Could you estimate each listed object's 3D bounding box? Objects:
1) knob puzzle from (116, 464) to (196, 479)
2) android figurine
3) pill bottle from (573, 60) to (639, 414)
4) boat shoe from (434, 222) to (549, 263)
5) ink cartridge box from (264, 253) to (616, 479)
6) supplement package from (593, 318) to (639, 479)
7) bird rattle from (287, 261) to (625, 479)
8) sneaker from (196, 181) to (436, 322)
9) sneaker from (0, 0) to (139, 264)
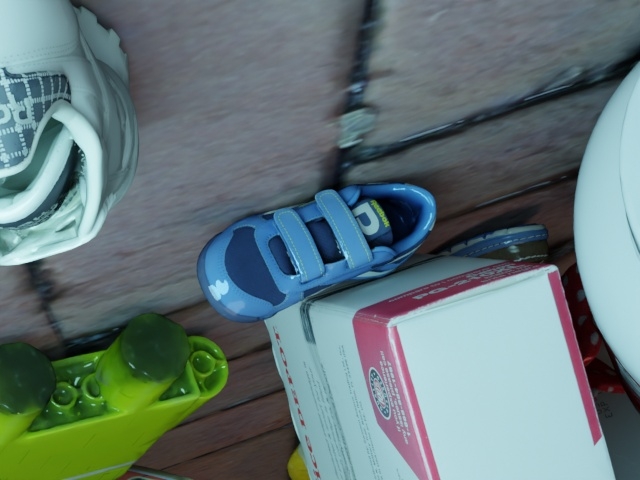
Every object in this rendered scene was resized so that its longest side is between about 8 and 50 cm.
[{"bbox_3d":[-0.164,0.191,1.186,0.213,0.213,0.030,-12,119,-28],"label":"knob puzzle"},{"bbox_3d":[-0.181,0.119,1.061,0.248,0.056,0.273,-12,162,-29],"label":"android figurine"},{"bbox_3d":[0.250,0.006,0.897,0.229,0.229,0.408,-22,164,7],"label":"pill bottle"},{"bbox_3d":[0.088,0.048,1.139,0.066,0.066,0.183,-7,160,-42],"label":"boat shoe"},{"bbox_3d":[0.062,0.101,0.958,0.100,0.172,0.237,-18,-173,-16],"label":"ink cartridge box"},{"bbox_3d":[0.141,0.179,1.455,0.175,0.177,0.293,-17,164,-14],"label":"supplement package"},{"bbox_3d":[0.087,0.114,1.209,0.207,0.253,0.143,8,149,31],"label":"bird rattle"},{"bbox_3d":[0.000,0.000,0.890,0.144,0.053,0.059,-20,172,-39],"label":"sneaker"},{"bbox_3d":[-0.102,-0.031,0.569,0.090,0.094,0.235,-22,166,0],"label":"sneaker"}]
